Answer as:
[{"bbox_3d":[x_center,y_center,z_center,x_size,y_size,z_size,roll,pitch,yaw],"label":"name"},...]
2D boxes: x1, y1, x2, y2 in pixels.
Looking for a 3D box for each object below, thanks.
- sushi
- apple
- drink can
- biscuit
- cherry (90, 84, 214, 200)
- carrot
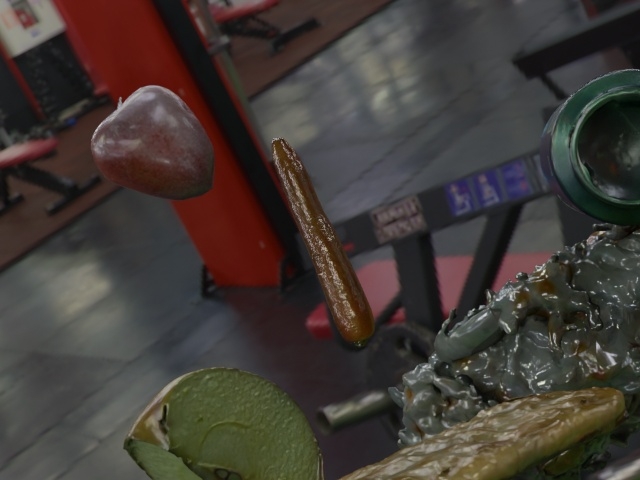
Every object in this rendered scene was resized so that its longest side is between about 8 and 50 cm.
[{"bbox_3d":[0.257,0.114,1.080,0.417,0.176,0.417,-34,-25,-18],"label":"sushi"},{"bbox_3d":[-0.137,0.350,1.679,0.254,0.346,0.179,-38,18,18],"label":"apple"},{"bbox_3d":[0.239,-0.073,0.876,0.118,0.118,0.205,-23,0,10],"label":"drink can"},{"bbox_3d":[0.083,0.129,0.649,0.247,0.029,0.118,-16,2,-39],"label":"biscuit"},{"bbox_3d":[-0.161,-0.097,1.060,0.087,0.126,0.106,83,-154,-78],"label":"cherry"},{"bbox_3d":[0.000,0.000,1.181,0.043,0.248,0.043,-23,-4,-2],"label":"carrot"}]
